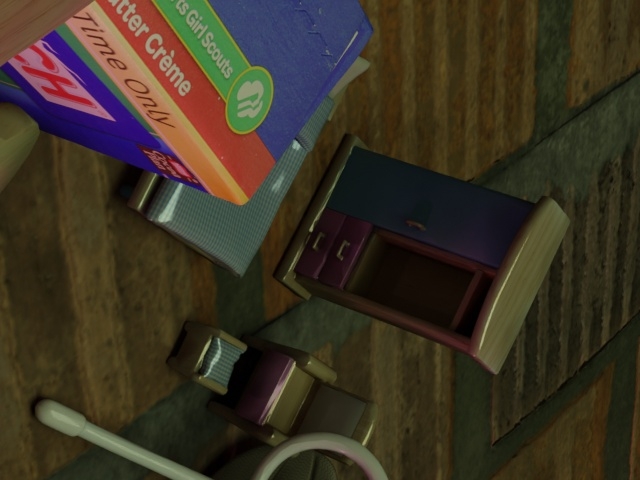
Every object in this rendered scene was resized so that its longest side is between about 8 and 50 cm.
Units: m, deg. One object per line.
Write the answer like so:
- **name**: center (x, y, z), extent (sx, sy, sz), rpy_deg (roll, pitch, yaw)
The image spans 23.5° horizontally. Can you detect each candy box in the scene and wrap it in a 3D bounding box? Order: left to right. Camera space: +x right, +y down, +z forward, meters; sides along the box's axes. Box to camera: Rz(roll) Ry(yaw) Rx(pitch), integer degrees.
- **candy box**: center (-0.169, -0.168, 0.684), extent (0.122, 0.317, 0.268), rpy_deg (-57, 144, -18)

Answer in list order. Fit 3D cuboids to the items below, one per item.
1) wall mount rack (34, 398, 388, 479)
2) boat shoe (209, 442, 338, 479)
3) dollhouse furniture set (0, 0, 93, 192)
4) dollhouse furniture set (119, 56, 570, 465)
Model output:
- **wall mount rack**: center (-0.099, 0.276, 1.094), extent (0.130, 0.304, 0.350), rpy_deg (79, 36, -79)
- **boat shoe**: center (-0.091, 0.328, 1.242), extent (0.355, 0.132, 0.130), rpy_deg (-62, 172, -21)
- **dollhouse furniture set**: center (-0.249, -0.124, 0.498), extent (0.394, 0.362, 0.256), rpy_deg (-48, -178, 39)
- **dollhouse furniture set**: center (0.000, 0.000, 1.112), extent (0.303, 0.198, 0.286), rpy_deg (40, 73, -54)
